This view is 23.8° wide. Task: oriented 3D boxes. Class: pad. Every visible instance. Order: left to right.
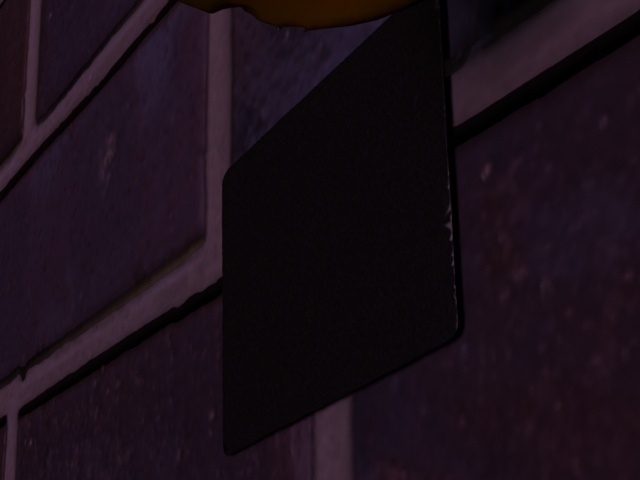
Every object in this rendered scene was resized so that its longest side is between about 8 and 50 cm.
[{"bbox_3d":[0.000,0.000,0.625,0.211,0.003,0.142,-35,52,58],"label":"pad"}]

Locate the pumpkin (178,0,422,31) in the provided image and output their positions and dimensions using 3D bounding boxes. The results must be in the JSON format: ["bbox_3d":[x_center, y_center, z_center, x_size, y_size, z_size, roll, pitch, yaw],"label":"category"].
[{"bbox_3d":[0.026,-0.243,0.434,0.325,0.242,0.232,111,177,-54],"label":"pumpkin"}]
